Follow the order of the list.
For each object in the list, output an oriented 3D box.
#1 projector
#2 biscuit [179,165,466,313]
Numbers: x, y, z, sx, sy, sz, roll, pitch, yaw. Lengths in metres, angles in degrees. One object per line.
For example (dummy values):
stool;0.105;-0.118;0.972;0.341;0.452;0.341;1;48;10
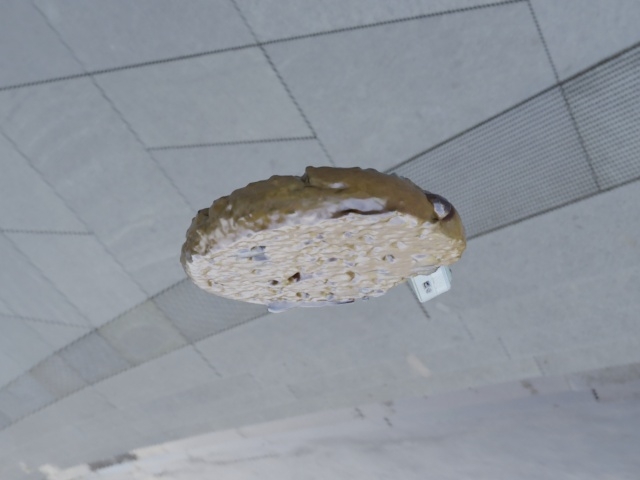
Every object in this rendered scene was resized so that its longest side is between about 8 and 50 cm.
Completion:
projector;0.125;-0.007;1.186;0.147;0.061;0.115;66;177;-36
biscuit;-0.001;-0.002;0.877;0.295;0.075;0.296;-5;159;-2
